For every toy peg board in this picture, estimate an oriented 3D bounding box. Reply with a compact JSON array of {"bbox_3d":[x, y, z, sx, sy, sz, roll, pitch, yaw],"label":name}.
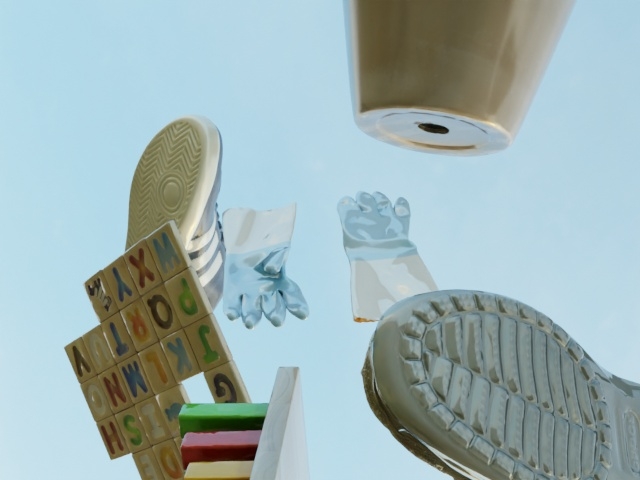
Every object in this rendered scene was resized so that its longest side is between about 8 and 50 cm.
[{"bbox_3d":[-0.052,0.186,0.582,0.079,0.160,0.161,-3,-70,6],"label":"toy peg board"}]

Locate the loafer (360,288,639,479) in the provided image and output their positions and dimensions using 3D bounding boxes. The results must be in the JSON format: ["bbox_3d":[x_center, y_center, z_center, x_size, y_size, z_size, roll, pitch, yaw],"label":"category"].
[{"bbox_3d":[0.109,0.102,0.482,0.251,0.094,0.087,28,-35,-31],"label":"loafer"}]

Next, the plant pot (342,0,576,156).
[{"bbox_3d":[0.157,-0.258,1.118,0.323,0.323,0.280,2,-101,39],"label":"plant pot"}]

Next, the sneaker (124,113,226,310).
[{"bbox_3d":[-0.172,-0.004,1.264,0.131,0.148,0.350,37,-61,36],"label":"sneaker"}]

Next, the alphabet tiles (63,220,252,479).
[{"bbox_3d":[-0.148,0.114,0.809,0.237,0.009,0.198,-29,-97,46],"label":"alphabet tiles"}]

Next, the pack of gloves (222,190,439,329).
[{"bbox_3d":[0.000,0.000,0.899,0.195,0.232,0.046,-9,-59,-1],"label":"pack of gloves"}]
